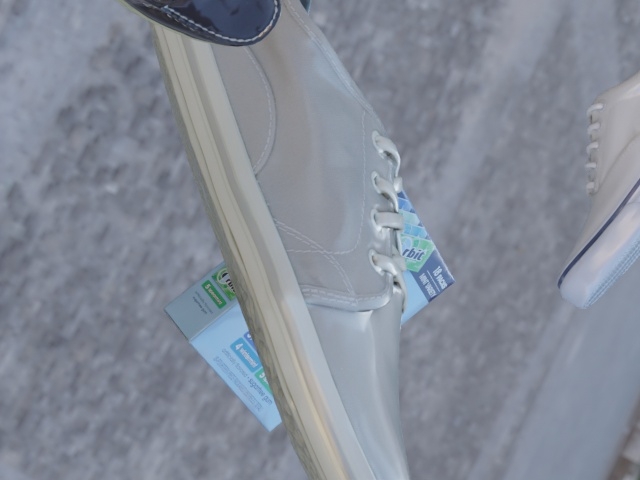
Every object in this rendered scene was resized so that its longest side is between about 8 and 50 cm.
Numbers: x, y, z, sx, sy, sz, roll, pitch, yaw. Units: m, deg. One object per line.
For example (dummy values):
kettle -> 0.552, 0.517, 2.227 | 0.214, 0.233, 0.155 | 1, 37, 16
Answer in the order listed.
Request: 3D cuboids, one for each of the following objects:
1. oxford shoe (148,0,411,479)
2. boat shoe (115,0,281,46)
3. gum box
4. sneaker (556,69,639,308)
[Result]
oxford shoe -> 0.000, 0.000, 1.081 | 0.130, 0.449, 0.169 | -16, 159, -7
boat shoe -> -0.068, -0.116, 0.657 | 0.152, 0.049, 0.056 | 32, 100, -38
gum box -> -0.003, 0.040, 1.243 | 0.184, 0.041, 0.157 | -39, 144, -4
sneaker -> 0.244, -0.070, 1.327 | 0.258, 0.091, 0.094 | -57, 164, -6
